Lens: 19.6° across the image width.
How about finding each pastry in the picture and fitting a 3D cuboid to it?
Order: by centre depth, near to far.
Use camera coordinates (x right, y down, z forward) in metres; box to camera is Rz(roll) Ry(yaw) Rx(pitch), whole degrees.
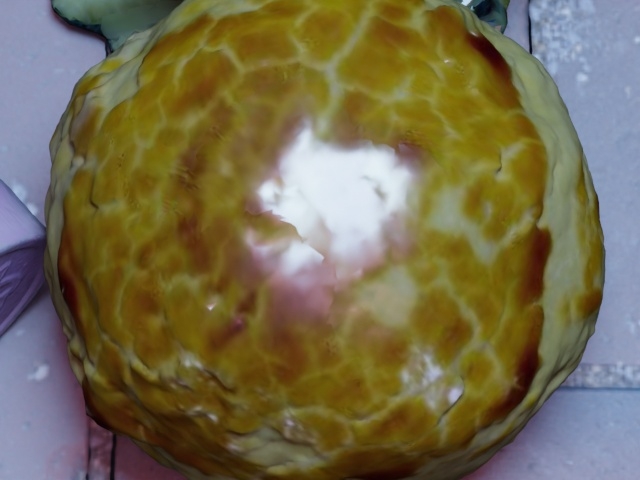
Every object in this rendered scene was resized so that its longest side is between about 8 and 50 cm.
[{"bbox_3d":[0.000,0.000,1.242,0.388,0.312,0.388,0,92,-6],"label":"pastry"}]

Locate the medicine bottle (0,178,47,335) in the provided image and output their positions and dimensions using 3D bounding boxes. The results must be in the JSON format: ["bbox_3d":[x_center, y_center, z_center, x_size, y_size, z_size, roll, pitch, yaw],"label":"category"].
[{"bbox_3d":[-0.366,-0.047,1.312,0.212,0.212,0.325,-41,80,-12],"label":"medicine bottle"}]

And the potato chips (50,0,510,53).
[{"bbox_3d":[-0.046,-0.273,1.396,0.429,0.070,0.358,-8,101,17],"label":"potato chips"}]
